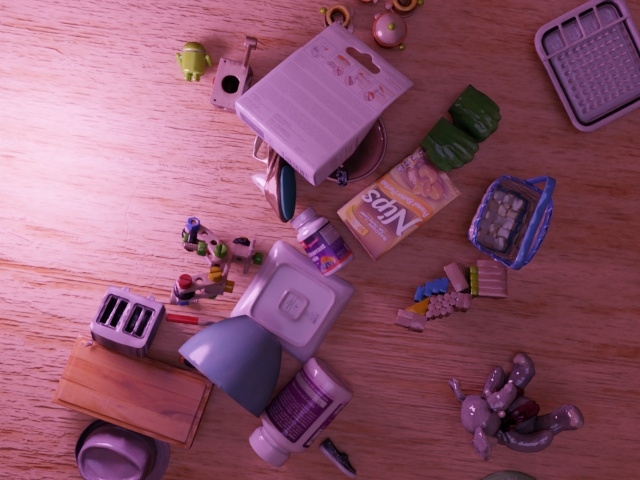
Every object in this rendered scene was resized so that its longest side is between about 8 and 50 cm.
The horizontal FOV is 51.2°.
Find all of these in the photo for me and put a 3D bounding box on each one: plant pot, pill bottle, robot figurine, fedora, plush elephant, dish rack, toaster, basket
[{"bbox_3d":[0.067,-0.280,1.897,0.237,0.110,0.237,0,93,-1],"label":"plant pot"},{"bbox_3d":[-0.061,0.497,1.917,0.169,0.169,0.301,42,92,-4],"label":"pill bottle"},{"bbox_3d":[-0.360,-0.509,1.890,0.101,0.067,0.115,4,94,6],"label":"robot figurine"},{"bbox_3d":[-0.587,0.637,1.934,0.275,0.124,0.244,20,94,-3],"label":"fedora"},{"bbox_3d":[0.503,0.477,1.873,0.330,0.272,0.255,-43,139,16],"label":"plush elephant"},{"bbox_3d":[-0.221,0.324,1.860,0.290,0.290,0.195,41,78,-4],"label":"plant pot"},{"bbox_3d":[0.787,-0.505,1.919,0.285,0.072,0.333,-28,94,0],"label":"dish rack"},{"bbox_3d":[0.000,0.000,1.914,0.108,0.108,0.193,-37,94,1],"label":"pill bottle"},{"bbox_3d":[-0.549,0.232,1.883,0.168,0.110,0.186,21,63,-2],"label":"toaster"},{"bbox_3d":[0.535,-0.057,1.833,0.201,0.289,0.255,23,94,-3],"label":"basket"}]

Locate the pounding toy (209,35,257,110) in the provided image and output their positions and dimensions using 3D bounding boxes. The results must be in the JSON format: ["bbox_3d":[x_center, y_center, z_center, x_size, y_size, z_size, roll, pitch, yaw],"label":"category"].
[{"bbox_3d":[-0.242,-0.467,1.839,0.094,0.181,0.206,15,93,-2],"label":"pounding toy"}]

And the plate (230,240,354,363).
[{"bbox_3d":[-0.081,0.185,1.957,0.278,0.045,0.277,32,92,-4],"label":"plate"}]

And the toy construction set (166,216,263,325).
[{"bbox_3d":[-0.290,0.106,1.878,0.237,0.257,0.309,11,114,-14],"label":"toy construction set"}]

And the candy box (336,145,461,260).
[{"bbox_3d":[0.223,-0.108,1.923,0.316,0.087,0.183,-38,92,0],"label":"candy box"}]

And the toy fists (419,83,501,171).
[{"bbox_3d":[0.400,-0.306,1.879,0.142,0.096,0.279,40,67,4],"label":"toy fists"}]

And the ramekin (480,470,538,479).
[{"bbox_3d":[0.575,0.855,1.967,0.303,0.148,0.303,0,94,-1],"label":"ramekin"}]

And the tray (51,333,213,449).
[{"bbox_3d":[-0.533,0.434,1.921,0.411,0.076,0.203,19,81,-1],"label":"tray"}]

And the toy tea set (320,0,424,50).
[{"bbox_3d":[0.117,-0.661,1.864,0.336,0.124,0.200,15,93,-3],"label":"toy tea set"}]

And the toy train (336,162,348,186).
[{"bbox_3d":[0.055,-0.227,1.832,0.036,0.027,0.158,-8,95,-4],"label":"toy train"}]

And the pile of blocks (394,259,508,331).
[{"bbox_3d":[0.373,0.158,1.944,0.362,0.112,0.149,-21,75,-4],"label":"pile of blocks"}]

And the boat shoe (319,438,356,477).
[{"bbox_3d":[0.059,0.650,1.991,0.142,0.049,0.040,43,91,-2],"label":"boat shoe"}]

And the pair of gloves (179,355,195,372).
[{"bbox_3d":[-0.385,0.382,1.979,0.074,0.010,0.083,5,91,0],"label":"pair of gloves"}]

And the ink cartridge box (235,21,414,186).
[{"bbox_3d":[0.012,-0.378,1.810,0.385,0.091,0.308,-43,74,-15],"label":"ink cartridge box"}]

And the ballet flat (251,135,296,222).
[{"bbox_3d":[-0.134,-0.222,1.904,0.124,0.116,0.342,2,93,20],"label":"ballet flat"}]
